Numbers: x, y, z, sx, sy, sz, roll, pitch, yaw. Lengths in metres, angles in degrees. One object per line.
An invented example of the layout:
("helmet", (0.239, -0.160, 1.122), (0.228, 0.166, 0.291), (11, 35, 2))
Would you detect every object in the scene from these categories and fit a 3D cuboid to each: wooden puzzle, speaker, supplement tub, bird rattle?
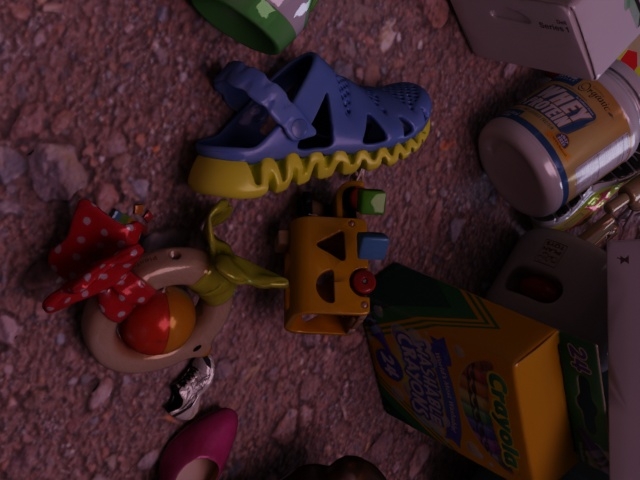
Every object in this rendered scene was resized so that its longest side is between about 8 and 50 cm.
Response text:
("wooden puzzle", (-0.207, -0.002, 1.259), (0.049, 0.006, 0.083), (31, 84, -44))
("speaker", (-0.011, -0.340, 1.227), (0.131, 0.131, 0.296), (38, 79, -43))
("supplement tub", (0.321, -0.137, 1.568), (0.200, 0.144, 0.144), (-34, 126, -18))
("bird rattle", (-0.165, 0.063, 1.237), (0.254, 0.143, 0.207), (-14, 137, -37))

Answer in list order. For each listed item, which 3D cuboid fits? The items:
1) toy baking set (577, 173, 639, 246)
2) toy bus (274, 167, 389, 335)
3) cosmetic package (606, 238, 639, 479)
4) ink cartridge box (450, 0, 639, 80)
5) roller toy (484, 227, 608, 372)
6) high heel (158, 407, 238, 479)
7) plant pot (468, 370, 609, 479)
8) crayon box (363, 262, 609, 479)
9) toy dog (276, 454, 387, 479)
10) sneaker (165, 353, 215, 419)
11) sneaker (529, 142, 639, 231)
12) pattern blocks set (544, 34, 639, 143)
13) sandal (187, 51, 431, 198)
("toy baking set", (0.443, -0.049, 1.741), (0.256, 0.030, 0.196), (-33, 164, -24))
("toy bus", (0.001, 0.009, 1.377), (0.104, 0.202, 0.191), (3, 113, -11))
("cosmetic package", (0.429, 0.200, 1.452), (0.284, 0.097, 0.377), (13, 76, -57))
("ink cartridge box", (0.322, -0.335, 1.472), (0.278, 0.201, 0.117), (-45, 130, -20))
("roller toy", (0.335, 0.077, 1.639), (0.191, 0.209, 0.146), (33, 79, -3))
("high heel", (-0.147, 0.303, 1.347), (0.244, 0.117, 0.082), (-51, 131, -16))
("plant pot", (0.404, 0.336, 1.726), (0.334, 0.341, 0.341), (-52, 132, -24))
("crayon box", (0.192, 0.170, 1.458), (0.083, 0.323, 0.203), (-33, 125, -29))
("toy dog", (0.016, 0.432, 1.355), (0.395, 0.408, 0.284), (2, 131, -21))
("sneaker", (-0.147, 0.162, 1.355), (0.037, 0.032, 0.083), (18, 92, -44))
("sneaker", (0.373, -0.072, 1.702), (0.208, 0.081, 0.094), (-31, 147, -13))
("pattern blocks set", (0.437, -0.250, 1.722), (0.285, 0.026, 0.325), (-47, 132, -13))
("sandal", (-0.002, -0.140, 1.317), (0.317, 0.126, 0.138), (-18, 112, -38))
